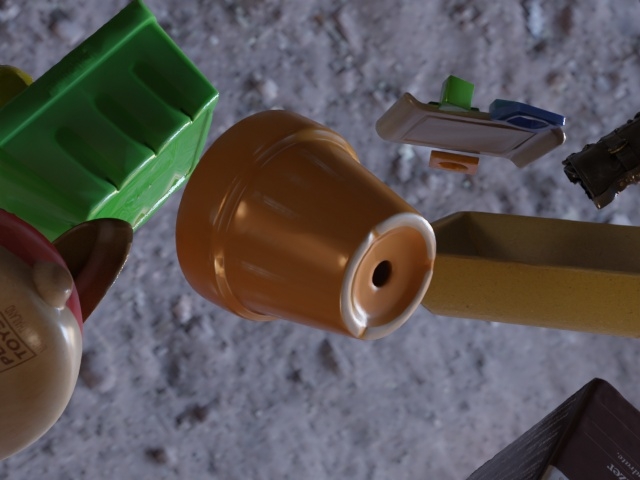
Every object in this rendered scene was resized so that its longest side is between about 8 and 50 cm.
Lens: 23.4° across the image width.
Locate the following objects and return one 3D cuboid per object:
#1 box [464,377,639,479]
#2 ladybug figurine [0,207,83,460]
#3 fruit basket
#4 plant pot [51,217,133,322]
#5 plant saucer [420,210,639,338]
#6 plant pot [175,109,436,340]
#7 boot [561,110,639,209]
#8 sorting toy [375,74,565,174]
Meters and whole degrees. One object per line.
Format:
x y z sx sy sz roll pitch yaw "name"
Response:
0.174 0.242 1.091 0.168 0.167 0.203 44 37 -1 "box"
-0.397 0.081 1.472 0.305 0.449 0.162 57 35 -28 "ladybug figurine"
-0.372 -0.145 2.001 0.392 0.283 0.392 9 50 -11 "fruit basket"
-0.301 0.059 1.716 0.032 0.236 0.236 43 38 -22 "plant pot"
0.267 0.037 1.729 0.333 0.333 0.080 -21 116 -67 "plant saucer"
0.000 0.000 1.464 0.188 0.205 0.205 27 18 39 "plant pot"
0.432 -0.154 2.112 0.091 0.229 0.263 55 13 -20 "boot"
0.177 -0.141 1.849 0.196 0.348 0.047 12 80 -9 "sorting toy"
